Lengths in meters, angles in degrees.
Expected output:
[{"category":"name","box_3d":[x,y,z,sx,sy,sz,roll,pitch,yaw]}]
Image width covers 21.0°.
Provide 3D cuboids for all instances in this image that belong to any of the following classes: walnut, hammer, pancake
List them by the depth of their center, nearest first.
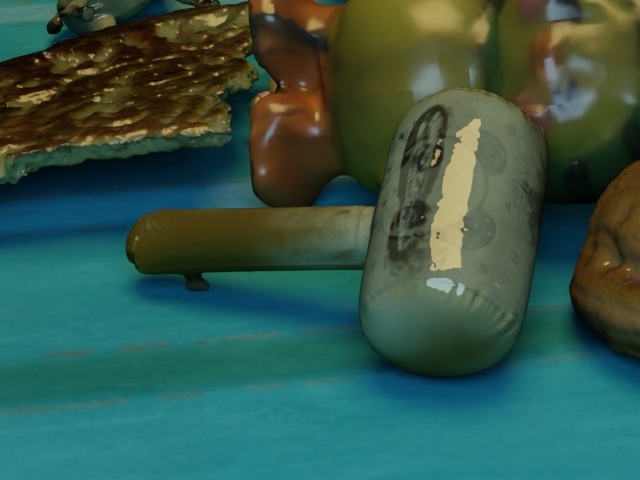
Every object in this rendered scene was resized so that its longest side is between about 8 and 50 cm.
[{"category":"walnut","box_3d":[0.284,-0.008,1.165,0.238,0.141,0.204,-6,22,-15]},{"category":"hammer","box_3d":[0.000,0.000,1.181,0.306,0.113,0.202,-4,48,24]},{"category":"pancake","box_3d":[-0.180,-0.115,1.447,0.305,0.066,0.427,-4,22,14]}]

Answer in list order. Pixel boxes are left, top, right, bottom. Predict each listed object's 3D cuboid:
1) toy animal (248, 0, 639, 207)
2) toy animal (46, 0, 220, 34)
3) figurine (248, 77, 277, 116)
[{"category":"toy animal","box_3d":[0.120,-0.116,1.318,0.338,0.216,0.191,-3,-8,21]},{"category":"toy animal","box_3d":[-0.199,-0.254,1.762,0.217,0.073,0.176,-28,31,-34]},{"category":"figurine","box_3d":[0.034,-0.112,1.478,0.187,0.083,0.083,11,27,-2]}]
